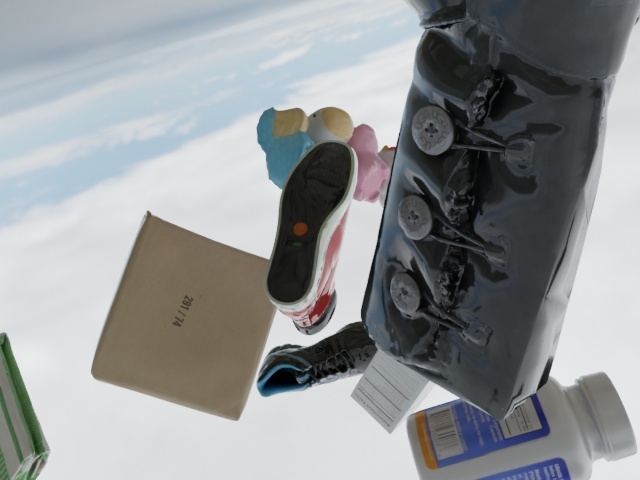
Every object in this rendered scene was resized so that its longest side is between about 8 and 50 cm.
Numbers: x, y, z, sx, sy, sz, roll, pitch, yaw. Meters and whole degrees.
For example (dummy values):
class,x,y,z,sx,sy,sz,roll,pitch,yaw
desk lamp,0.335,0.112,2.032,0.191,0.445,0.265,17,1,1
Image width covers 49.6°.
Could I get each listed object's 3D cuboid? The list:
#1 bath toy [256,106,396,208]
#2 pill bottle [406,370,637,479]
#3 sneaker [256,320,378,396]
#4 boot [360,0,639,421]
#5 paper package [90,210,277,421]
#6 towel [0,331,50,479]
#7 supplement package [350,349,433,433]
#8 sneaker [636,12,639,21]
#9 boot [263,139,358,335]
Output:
class,x,y,z,sx,sy,sz,roll,pitch,yaw
bath toy,0.046,-0.140,1.191,0.129,0.151,0.348,34,-164,36
pill bottle,0.265,0.268,0.925,0.272,0.152,0.152,-19,-163,8
sneaker,0.012,0.285,1.571,0.341,0.125,0.139,-20,-169,20
boot,0.097,-0.108,0.640,0.146,0.445,0.367,-17,-143,-25
paper package,-0.258,0.153,1.367,0.309,0.325,0.168,21,168,-14
towel,-0.477,0.315,0.930,0.038,0.325,0.248,18,-159,-47
supplement package,0.148,0.240,1.239,0.105,0.179,0.105,41,-135,19
sneaker,0.287,-0.303,0.844,0.226,0.086,0.163,15,173,3
boot,0.000,0.000,0.944,0.088,0.176,0.244,12,-108,17
